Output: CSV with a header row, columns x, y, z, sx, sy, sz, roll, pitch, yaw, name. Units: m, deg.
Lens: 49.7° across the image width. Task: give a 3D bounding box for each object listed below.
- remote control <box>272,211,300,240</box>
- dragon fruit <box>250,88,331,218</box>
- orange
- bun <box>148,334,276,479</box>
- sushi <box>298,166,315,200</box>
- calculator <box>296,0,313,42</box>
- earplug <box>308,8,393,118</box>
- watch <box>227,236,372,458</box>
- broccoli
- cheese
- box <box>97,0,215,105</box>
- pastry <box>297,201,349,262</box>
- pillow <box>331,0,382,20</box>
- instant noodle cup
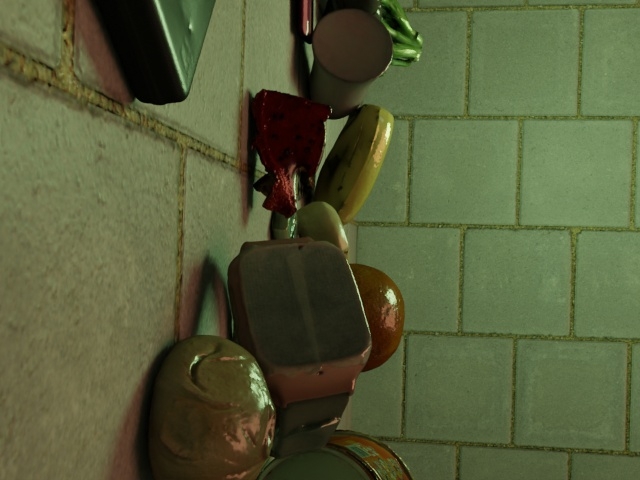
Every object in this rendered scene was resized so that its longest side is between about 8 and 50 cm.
x,y,z,sx,sy,sz,roll,pitch,yaw,name
-0.059,0.025,1.314,0.098,0.038,0.234,-82,169,-45,remote control
-0.049,-0.130,1.076,0.092,0.122,0.193,162,-72,-82,dragon fruit
0.075,0.175,1.594,0.264,0.264,0.265,2,90,-83,orange
-0.101,0.185,0.708,0.167,0.113,0.173,84,8,-46,bun
-0.029,-0.157,1.545,0.120,0.026,0.126,-53,143,-76,sushi
-0.031,-0.480,1.439,0.190,0.034,0.127,-78,168,-81,calculator
0.043,-0.360,1.556,0.301,0.172,0.173,120,-25,-72,earplug
-0.045,0.147,0.901,0.241,0.161,0.254,117,-36,-56,watch
0.131,-0.554,1.836,0.308,0.275,0.308,-160,-90,-77,broccoli
0.069,-0.168,1.655,0.316,0.128,0.259,-63,-177,-4,cheese
-0.134,-0.248,0.610,0.160,0.050,0.230,82,12,-55,box
0.000,0.000,1.384,0.156,0.092,0.156,55,-18,27,pastry
0.060,-0.612,1.544,0.228,0.101,0.327,80,-4,-59,pillow
0.015,0.449,1.124,0.214,0.296,0.297,52,39,-66,instant noodle cup
